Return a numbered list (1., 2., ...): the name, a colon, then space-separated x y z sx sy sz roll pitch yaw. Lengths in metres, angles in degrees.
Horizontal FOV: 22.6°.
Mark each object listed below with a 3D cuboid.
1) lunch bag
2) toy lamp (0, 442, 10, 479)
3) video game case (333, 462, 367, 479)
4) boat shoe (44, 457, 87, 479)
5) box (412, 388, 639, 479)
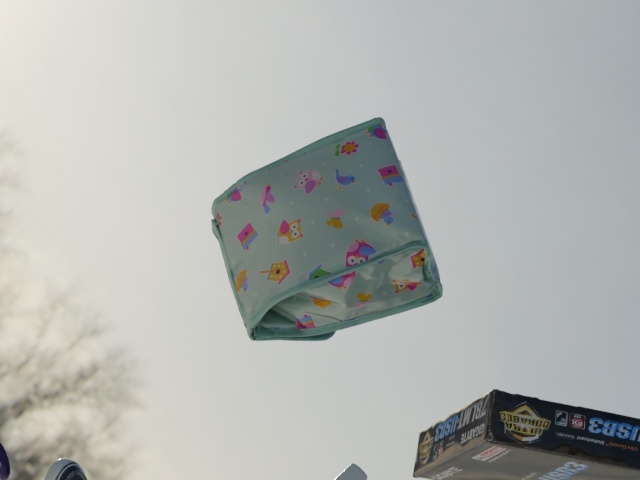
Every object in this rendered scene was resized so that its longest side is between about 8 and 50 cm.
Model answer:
1. lunch bag: 0.000 0.000 2.049 0.160 0.262 0.223 63 7 -57
2. toy lamp: -0.473 0.295 1.772 0.080 0.275 0.080 23 -53 34
3. video game case: -0.040 0.287 1.354 0.022 0.173 0.190 41 -33 15
4. boat shoe: -0.267 0.341 1.873 0.083 0.065 0.183 15 -56 35
5. box: 0.294 0.266 1.953 0.293 0.073 0.295 12 -20 -11
